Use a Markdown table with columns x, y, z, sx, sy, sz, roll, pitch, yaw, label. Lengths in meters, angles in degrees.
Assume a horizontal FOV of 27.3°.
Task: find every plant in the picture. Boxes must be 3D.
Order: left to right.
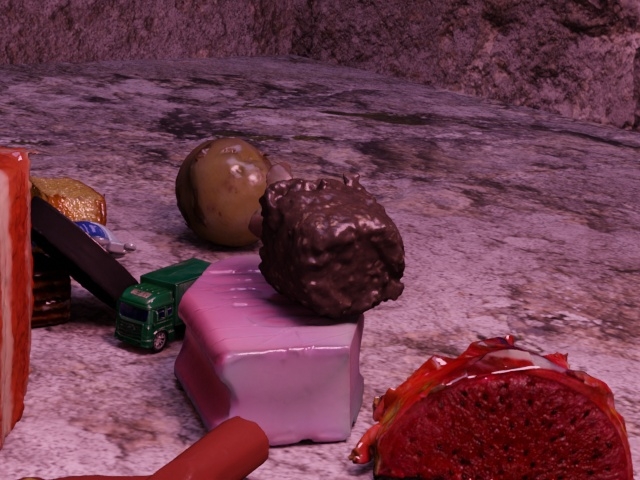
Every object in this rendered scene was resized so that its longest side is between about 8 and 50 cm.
| x | y | z | sx | sy | sz | roll | pitch | yaw | label |
| --- | --- | --- | --- | --- | --- | --- | --- | --- | --- |
| 0.000 | 0.000 | 1.380 | 0.131 | 0.142 | 0.203 | -11 | 30 | -26 | plant |

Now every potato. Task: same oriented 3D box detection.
| x | y | z | sx | sy | sz | roll | pitch | yaw | label |
| --- | --- | --- | --- | --- | --- | --- | --- | --- | --- |
| -0.134 | -0.072 | 1.968 | 0.165 | 0.165 | 0.262 | -1 | 3 | -16 | potato |

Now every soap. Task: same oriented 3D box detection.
| x | y | z | sx | sy | sz | roll | pitch | yaw | label |
| --- | --- | --- | --- | --- | --- | --- | --- | --- | --- |
| -0.057 | 0.108 | 1.408 | 0.192 | 0.109 | 0.324 | -1 | 15 | -18 | soap |

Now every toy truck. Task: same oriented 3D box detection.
| x | y | z | sx | sy | sz | roll | pitch | yaw | label |
| --- | --- | --- | --- | --- | --- | --- | --- | --- | --- |
| -0.175 | 0.078 | 1.554 | 0.065 | 0.079 | 0.147 | 13 | 20 | 33 | toy truck |

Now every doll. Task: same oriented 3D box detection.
| x | y | z | sx | sy | sz | roll | pitch | yaw | label |
| --- | --- | --- | --- | --- | --- | --- | --- | --- | --- |
| -0.344 | 0.005 | 1.823 | 0.195 | 0.070 | 0.096 | 4 | -16 | 18 | doll |

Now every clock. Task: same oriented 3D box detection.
| x | y | z | sx | sy | sz | roll | pitch | yaw | label |
| --- | --- | --- | --- | --- | --- | --- | --- | --- | --- |
| -0.292 | 0.021 | 1.602 | 0.040 | 0.184 | 0.184 | -49 | 35 | -12 | clock |

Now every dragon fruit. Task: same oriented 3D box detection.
| x | y | z | sx | sy | sz | roll | pitch | yaw | label |
| --- | --- | --- | --- | --- | --- | --- | --- | --- | --- |
| 0.161 | 0.148 | 1.265 | 0.274 | 0.126 | 0.161 | 2 | 15 | -5 | dragon fruit |

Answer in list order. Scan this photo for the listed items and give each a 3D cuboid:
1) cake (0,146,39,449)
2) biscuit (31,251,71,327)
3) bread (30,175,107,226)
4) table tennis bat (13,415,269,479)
| x | y | z | sx | sy | sz | roll | pitch | yaw | label |
| --- | --- | --- | --- | --- | --- | --- | --- | --- | --- |
| -0.411 | 0.052 | 1.239 | 0.270 | 0.270 | 0.319 | 2 | 13 | -1 | cake |
| -0.425 | 0.067 | 1.558 | 0.252 | 0.070 | 0.106 | -7 | 17 | -34 | biscuit |
| -0.399 | -0.056 | 2.052 | 0.103 | 0.065 | 0.187 | 2 | 15 | -26 | bread |
| -0.165 | 0.236 | 1.031 | 0.268 | 0.051 | 0.414 | 11 | 19 | 27 | table tennis bat |
